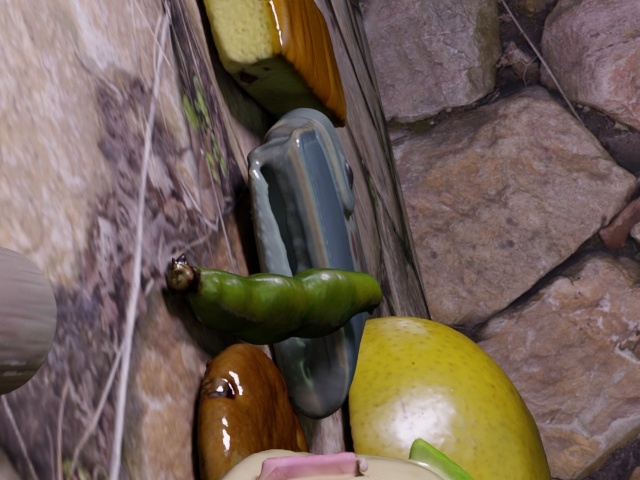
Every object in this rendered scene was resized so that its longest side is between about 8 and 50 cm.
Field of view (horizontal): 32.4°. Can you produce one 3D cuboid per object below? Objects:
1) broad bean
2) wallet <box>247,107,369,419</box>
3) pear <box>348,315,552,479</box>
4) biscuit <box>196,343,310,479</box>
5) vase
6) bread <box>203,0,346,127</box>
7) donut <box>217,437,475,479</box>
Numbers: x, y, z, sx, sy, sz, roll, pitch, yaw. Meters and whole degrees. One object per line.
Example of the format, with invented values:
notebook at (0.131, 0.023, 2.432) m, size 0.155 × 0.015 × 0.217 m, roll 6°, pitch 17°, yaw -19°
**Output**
broad bean at (-0.029, 0.046, 0.786) m, size 0.297 × 0.043 × 0.060 m, roll 6°, pitch 112°, yaw -62°
wallet at (0.000, 0.000, 1.052) m, size 0.360 × 0.083 × 0.252 m, roll -62°, pitch 142°, yaw -79°
pear at (0.155, 0.259, 1.218) m, size 0.340 × 0.192 × 0.386 m, roll 57°, pitch 19°, yaw -62°
biscuit at (-0.030, 0.168, 0.709) m, size 0.212 × 0.036 × 0.212 m, roll -14°, pitch 90°, yaw -80°
vase at (-0.124, 0.023, 0.323) m, size 0.101 × 0.053 × 0.053 m, roll 19°, pitch 57°, yaw -74°
bread at (-0.042, -0.202, 1.116) m, size 0.361 × 0.077 × 0.138 m, roll 23°, pitch 54°, yaw -79°
donut at (0.027, 0.245, 0.491) m, size 0.371 × 0.150 × 0.307 m, roll -69°, pitch 140°, yaw -63°
